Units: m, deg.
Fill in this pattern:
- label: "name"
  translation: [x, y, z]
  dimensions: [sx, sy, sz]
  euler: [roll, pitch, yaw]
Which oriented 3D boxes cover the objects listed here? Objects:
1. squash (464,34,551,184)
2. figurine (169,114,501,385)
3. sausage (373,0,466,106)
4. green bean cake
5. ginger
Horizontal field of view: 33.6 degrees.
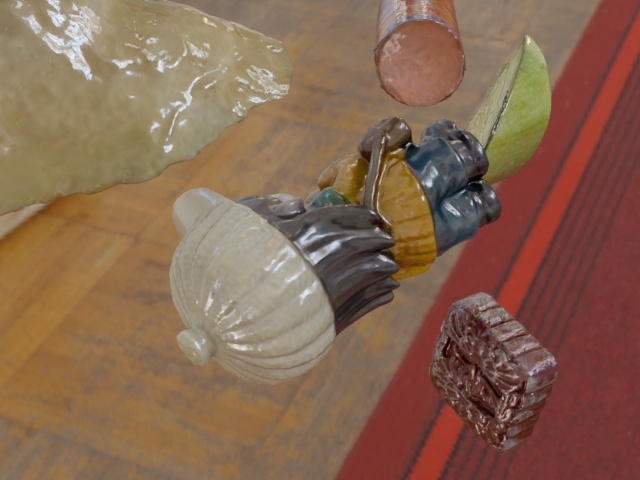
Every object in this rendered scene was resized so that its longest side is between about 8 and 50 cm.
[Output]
- label: "squash"
  translation: [0.239, -0.169, 1.542]
  dimensions: [0.155, 0.237, 0.204]
  euler: [6, 34, -35]
- label: "figurine"
  translation: [0.015, 0.008, 1.007]
  dimensions: [0.332, 0.185, 0.204]
  euler: [-21, 28, 1]
- label: "sausage"
  translation: [0.086, -0.193, 0.940]
  dimensions: [0.074, 0.074, 0.274]
  euler: [-2, 25, 5]
- label: "green bean cake"
  translation: [0.179, 0.141, 1.135]
  dimensions: [0.056, 0.135, 0.135]
  euler: [-15, 45, -31]
- label: "ginger"
  translation: [-0.113, -0.100, 0.504]
  dimensions: [0.193, 0.122, 0.115]
  euler: [-17, 27, -18]
